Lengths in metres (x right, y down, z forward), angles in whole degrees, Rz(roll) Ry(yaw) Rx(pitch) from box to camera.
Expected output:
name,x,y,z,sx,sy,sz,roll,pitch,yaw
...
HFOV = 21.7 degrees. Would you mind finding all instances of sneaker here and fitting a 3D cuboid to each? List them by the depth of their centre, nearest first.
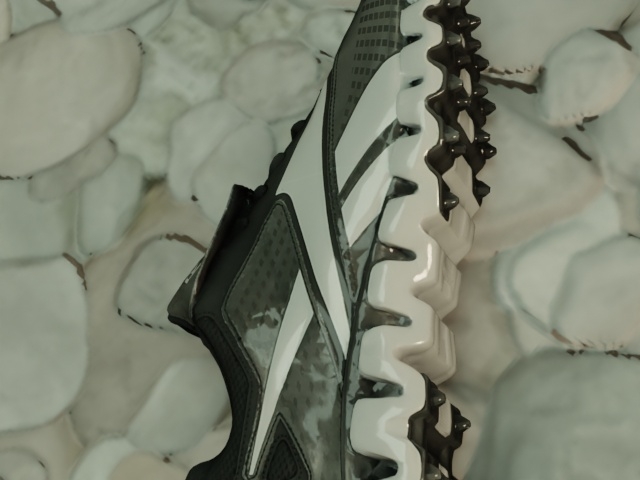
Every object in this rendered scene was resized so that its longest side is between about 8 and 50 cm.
name,x,y,z,sx,sy,sz,roll,pitch,yaw
sneaker,0.000,0.000,0.564,0.106,0.078,0.234,0,71,16
